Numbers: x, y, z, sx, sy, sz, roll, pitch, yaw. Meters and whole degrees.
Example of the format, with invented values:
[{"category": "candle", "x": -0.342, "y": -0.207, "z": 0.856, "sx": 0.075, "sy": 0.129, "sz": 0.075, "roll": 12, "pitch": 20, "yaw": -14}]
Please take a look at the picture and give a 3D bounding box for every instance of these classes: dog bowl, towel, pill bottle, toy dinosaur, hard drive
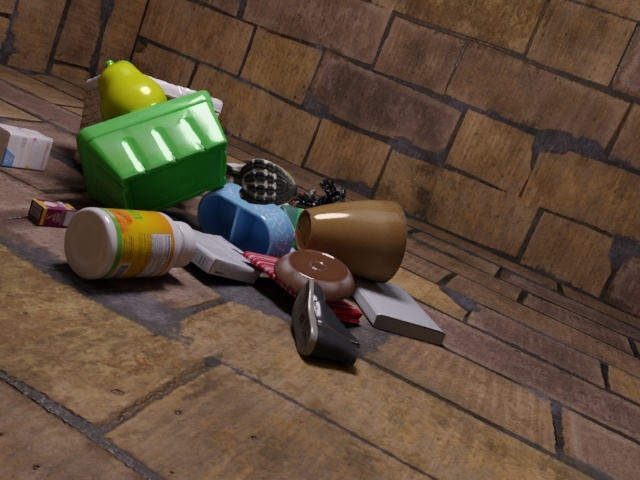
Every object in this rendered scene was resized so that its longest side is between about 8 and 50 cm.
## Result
[{"category": "dog bowl", "x": -0.210, "y": -0.041, "z": 1.761, "sx": 0.297, "sy": 0.165, "sz": 0.074, "roll": 28, "pitch": 25, "yaw": 26}, {"category": "towel", "x": -0.042, "y": 0.114, "z": 1.583, "sx": 0.275, "sy": 0.031, "sz": 0.199, "roll": 35, "pitch": 10, "yaw": 33}, {"category": "pill bottle", "x": -0.370, "y": 0.007, "z": 1.321, "sx": 0.136, "sy": 0.136, "sz": 0.246, "roll": 29, "pitch": 14, "yaw": 29}, {"category": "toy dinosaur", "x": -0.010, "y": -0.095, "z": 2.291, "sx": 0.322, "sy": 0.218, "sz": 0.164, "roll": 25, "pitch": 55, "yaw": 4}, {"category": "hard drive", "x": 0.188, "y": 0.175, "z": 1.785, "sx": 0.203, "sy": 0.040, "sz": 0.307, "roll": 17, "pitch": 13, "yaw": -19}]

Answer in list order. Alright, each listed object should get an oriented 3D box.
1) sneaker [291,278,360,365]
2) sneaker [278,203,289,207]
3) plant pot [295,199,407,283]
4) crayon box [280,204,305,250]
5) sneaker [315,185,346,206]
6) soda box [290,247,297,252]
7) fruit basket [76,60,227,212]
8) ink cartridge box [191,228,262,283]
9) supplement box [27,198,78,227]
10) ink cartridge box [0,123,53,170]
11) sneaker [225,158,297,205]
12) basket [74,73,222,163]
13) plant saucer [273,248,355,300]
[{"category": "sneaker", "x": 0.010, "y": 0.176, "z": 1.377, "sx": 0.118, "sy": 0.083, "sz": 0.222, "roll": 24, "pitch": 29, "yaw": -19}, {"category": "sneaker", "x": -0.104, "y": -0.056, "z": 2.146, "sx": 0.145, "sy": 0.090, "sz": 0.270, "roll": 24, "pitch": 16, "yaw": 2}, {"category": "plant pot", "x": 0.068, "y": -0.010, "z": 1.807, "sx": 0.255, "sy": 0.237, "sz": 0.237, "roll": 6, "pitch": 18, "yaw": -23}, {"category": "crayon box", "x": 0.000, "y": 0.000, "z": 1.973, "sx": 0.279, "sy": 0.081, "sz": 0.165, "roll": 12, "pitch": 40, "yaw": -39}, {"category": "sneaker", "x": 0.019, "y": -0.118, "z": 2.399, "sx": 0.135, "sy": 0.097, "sz": 0.276, "roll": 8, "pitch": -23, "yaw": -7}, {"category": "soda box", "x": -0.092, "y": 0.050, "z": 1.790, "sx": 0.183, "sy": 0.058, "sz": 0.063, "roll": 32, "pitch": 16, "yaw": 36}, {"category": "fruit basket", "x": -0.459, "y": -0.276, "z": 1.719, "sx": 0.393, "sy": 0.282, "sz": 0.391, "roll": 4, "pitch": 50, "yaw": -5}, {"category": "ink cartridge box", "x": -0.256, "y": 0.032, "z": 1.594, "sx": 0.223, "sy": 0.045, "sz": 0.224, "roll": 32, "pitch": 7, "yaw": 35}, {"category": "supplement box", "x": -0.587, "y": -0.059, "z": 1.445, "sx": 0.055, "sy": 0.043, "sz": 0.083, "roll": 29, "pitch": 14, "yaw": 33}, {"category": "ink cartridge box", "x": -0.799, "y": -0.248, "z": 1.764, "sx": 0.090, "sy": 0.092, "sz": 0.143, "roll": 29, "pitch": 13, "yaw": 30}, {"category": "sneaker", "x": -0.187, "y": -0.195, "z": 2.210, "sx": 0.182, "sy": 0.157, "sz": 0.410, "roll": -1, "pitch": 10, "yaw": -40}, {"category": "basket", "x": -0.524, "y": -0.330, "z": 1.979, "sx": 0.329, "sy": 0.266, "sz": 0.331, "roll": 12, "pitch": -4, "yaw": -37}, {"category": "plant saucer", "x": -0.009, "y": 0.071, "z": 1.541, "sx": 0.199, "sy": 0.036, "sz": 0.198, "roll": 13, "pitch": 27, "yaw": -7}]
